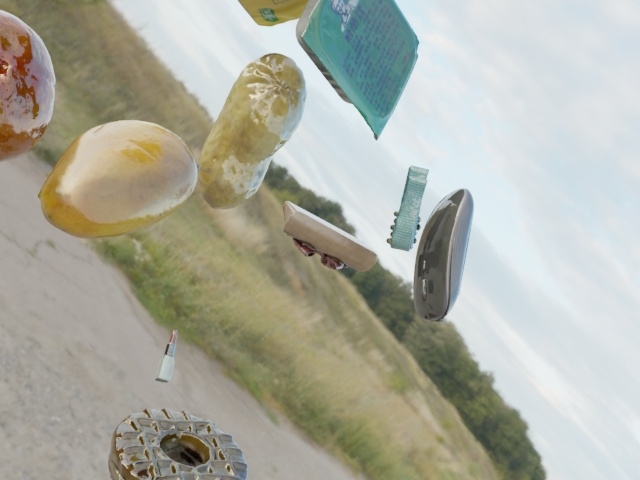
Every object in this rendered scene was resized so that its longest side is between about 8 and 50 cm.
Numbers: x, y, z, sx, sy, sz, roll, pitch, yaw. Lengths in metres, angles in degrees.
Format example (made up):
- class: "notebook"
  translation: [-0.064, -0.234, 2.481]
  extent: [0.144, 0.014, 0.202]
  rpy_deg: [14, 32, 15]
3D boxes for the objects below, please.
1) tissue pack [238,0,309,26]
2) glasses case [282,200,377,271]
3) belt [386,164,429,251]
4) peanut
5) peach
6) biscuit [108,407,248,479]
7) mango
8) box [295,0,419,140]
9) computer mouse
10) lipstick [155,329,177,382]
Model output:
- class: "tissue pack"
  translation: [-0.132, -0.700, 1.722]
  extent: [0.382, 0.228, 0.293]
  rpy_deg: [26, 52, -75]
- class: "glasses case"
  translation: [0.000, 0.000, 1.424]
  extent: [0.193, 0.070, 0.102]
  rpy_deg: [28, 8, -24]
- class: "belt"
  translation: [0.189, -0.067, 1.616]
  extent: [0.065, 0.179, 0.100]
  rpy_deg: [16, 6, 7]
- class: "peanut"
  translation: [-0.156, -0.241, 1.746]
  extent: [0.169, 0.387, 0.192]
  rpy_deg: [22, 14, -33]
- class: "peach"
  translation: [-0.736, -0.332, 1.663]
  extent: [0.301, 0.343, 0.343]
  rpy_deg: [-11, -50, 44]
- class: "biscuit"
  translation: [-0.316, 0.497, 1.712]
  extent: [0.332, 0.103, 0.332]
  rpy_deg: [22, 18, -7]
- class: "mango"
  translation: [-0.237, -0.069, 0.888]
  extent: [0.147, 0.109, 0.227]
  rpy_deg: [32, 33, 12]
- class: "box"
  translation: [0.065, -0.413, 1.611]
  extent: [0.106, 0.264, 0.336]
  rpy_deg: [8, -26, 40]
- class: "computer mouse"
  translation: [0.202, 0.020, 1.285]
  extent: [0.057, 0.232, 0.120]
  rpy_deg: [18, -14, -16]
- class: "lipstick"
  translation: [-0.303, 0.229, 1.533]
  extent: [0.025, 0.107, 0.025]
  rpy_deg: [23, -26, -25]
